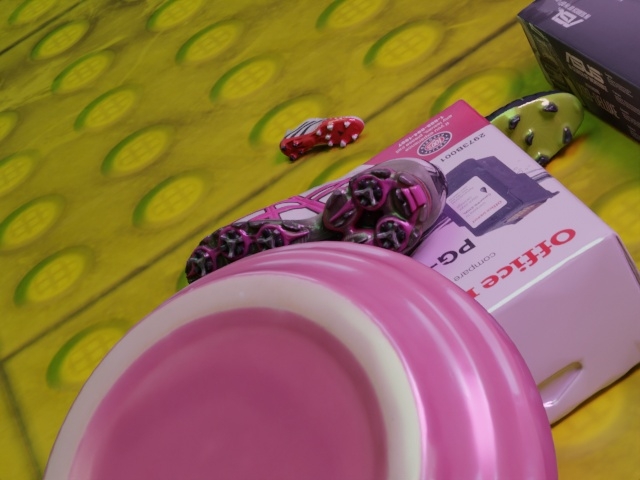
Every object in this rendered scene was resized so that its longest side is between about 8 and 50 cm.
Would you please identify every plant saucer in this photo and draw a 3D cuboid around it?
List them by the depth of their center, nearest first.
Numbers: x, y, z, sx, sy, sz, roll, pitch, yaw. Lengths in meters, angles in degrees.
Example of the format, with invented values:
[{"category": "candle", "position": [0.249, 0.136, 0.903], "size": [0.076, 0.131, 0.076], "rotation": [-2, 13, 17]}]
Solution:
[{"category": "plant saucer", "position": [-0.036, 0.147, 0.839], "size": [0.332, 0.084, 0.332], "rotation": [-14, 61, 26]}]

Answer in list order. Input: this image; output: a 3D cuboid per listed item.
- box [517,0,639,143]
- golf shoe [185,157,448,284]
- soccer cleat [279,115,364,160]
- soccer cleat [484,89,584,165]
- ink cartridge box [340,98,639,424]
[{"category": "box", "position": [0.319, -0.160, 1.098], "size": [0.242, 0.076, 0.307], "rotation": [-34, 32, -4]}, {"category": "golf shoe", "position": [0.000, 0.000, 0.978], "size": [0.186, 0.067, 0.086], "rotation": [-20, 6, 26]}, {"category": "soccer cleat", "position": [0.001, -0.096, 1.325], "size": [0.083, 0.029, 0.035], "rotation": [-19, 37, 27]}, {"category": "soccer cleat", "position": [0.115, -0.068, 1.161], "size": [0.179, 0.060, 0.072], "rotation": [-31, 30, 6]}, {"category": "ink cartridge box", "position": [0.090, 0.026, 1.007], "size": [0.172, 0.100, 0.237], "rotation": [-34, 32, -2]}]
